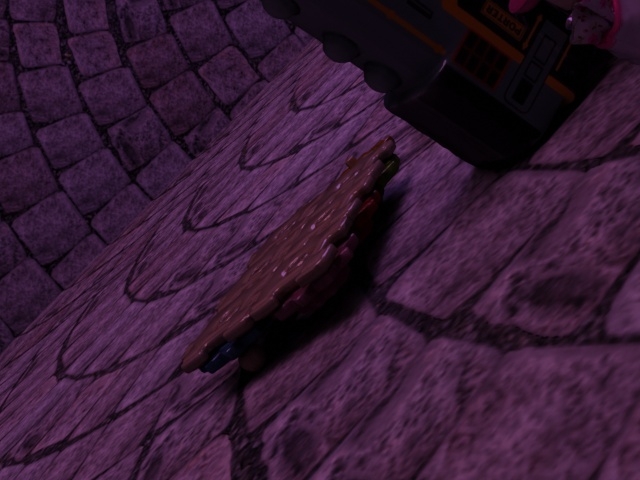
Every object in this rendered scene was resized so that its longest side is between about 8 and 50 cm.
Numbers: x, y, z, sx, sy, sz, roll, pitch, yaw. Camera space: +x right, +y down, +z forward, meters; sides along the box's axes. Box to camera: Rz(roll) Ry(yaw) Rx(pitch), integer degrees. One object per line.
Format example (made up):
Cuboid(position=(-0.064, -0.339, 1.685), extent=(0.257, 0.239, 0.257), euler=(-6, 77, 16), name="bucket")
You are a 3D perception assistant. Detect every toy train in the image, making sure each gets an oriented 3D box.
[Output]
Cuboid(position=(0.060, -0.200, 0.770), extent=(0.190, 0.334, 0.142), euler=(-61, 17, -13), name="toy train")

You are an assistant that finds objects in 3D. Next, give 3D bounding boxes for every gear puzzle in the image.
Cuboid(position=(0.000, 0.000, 0.929), extent=(0.175, 0.044, 0.339), euler=(-38, 11, 29), name="gear puzzle")

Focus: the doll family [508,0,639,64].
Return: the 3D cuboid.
Cuboid(position=(0.191, -0.186, 0.617), extent=(0.118, 0.163, 0.263), euler=(-56, 21, 36), name="doll family")
